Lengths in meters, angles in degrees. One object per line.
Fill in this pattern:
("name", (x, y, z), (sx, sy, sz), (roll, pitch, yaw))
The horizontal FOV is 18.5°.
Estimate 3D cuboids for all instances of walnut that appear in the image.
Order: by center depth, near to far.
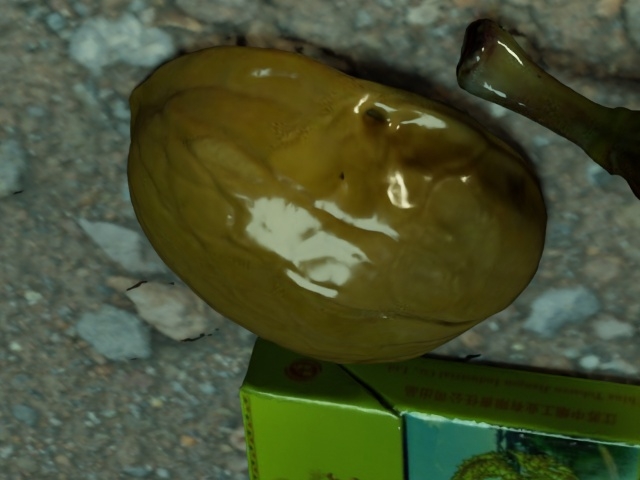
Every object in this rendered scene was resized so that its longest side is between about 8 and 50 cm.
("walnut", (-0.002, 0.001, 0.918), (0.211, 0.087, 0.167), (21, 141, -5))

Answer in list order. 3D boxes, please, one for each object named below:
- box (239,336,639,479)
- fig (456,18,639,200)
("box", (0.128, 0.145, 1.062), (0.335, 0.047, 0.187), (7, 137, 11))
("fig", (0.197, -0.027, 0.796), (0.321, 0.217, 0.217), (29, 145, 29))
